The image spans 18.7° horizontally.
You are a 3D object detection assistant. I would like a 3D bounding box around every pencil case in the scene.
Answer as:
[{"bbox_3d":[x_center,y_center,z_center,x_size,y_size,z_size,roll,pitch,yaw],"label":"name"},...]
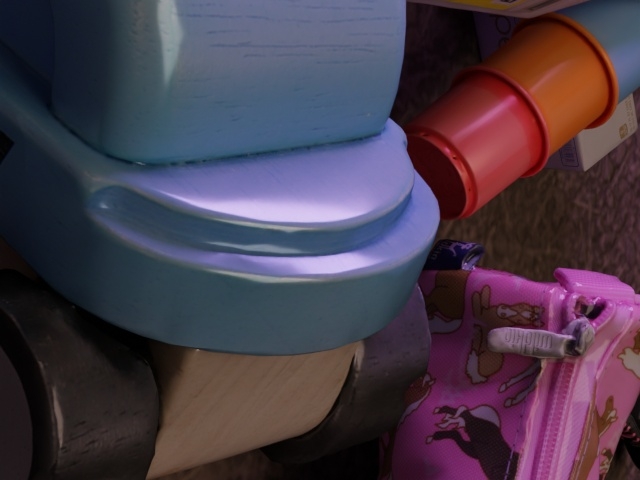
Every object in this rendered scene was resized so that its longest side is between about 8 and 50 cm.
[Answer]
[{"bbox_3d":[0.084,0.200,1.081,0.167,0.160,0.386,36,65,-54],"label":"pencil case"}]

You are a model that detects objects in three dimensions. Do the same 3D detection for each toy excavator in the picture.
[{"bbox_3d":[-0.096,-0.167,0.815,0.222,0.433,0.445,-8,130,-46],"label":"toy excavator"}]

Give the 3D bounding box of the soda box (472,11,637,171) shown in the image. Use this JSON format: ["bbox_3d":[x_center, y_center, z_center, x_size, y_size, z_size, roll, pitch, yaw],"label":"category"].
[{"bbox_3d":[0.145,-0.157,1.256,0.074,0.069,0.216,-34,121,-42],"label":"soda box"}]

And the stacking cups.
[{"bbox_3d":[0.170,-0.119,1.166,0.316,0.096,0.096,-40,124,-33],"label":"stacking cups"}]

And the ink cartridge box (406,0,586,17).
[{"bbox_3d":[0.069,-0.278,1.067,0.307,0.072,0.303,1,76,-52],"label":"ink cartridge box"}]

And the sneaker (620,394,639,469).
[{"bbox_3d":[0.219,0.122,1.409,0.057,0.047,0.119,-32,111,-36],"label":"sneaker"}]
